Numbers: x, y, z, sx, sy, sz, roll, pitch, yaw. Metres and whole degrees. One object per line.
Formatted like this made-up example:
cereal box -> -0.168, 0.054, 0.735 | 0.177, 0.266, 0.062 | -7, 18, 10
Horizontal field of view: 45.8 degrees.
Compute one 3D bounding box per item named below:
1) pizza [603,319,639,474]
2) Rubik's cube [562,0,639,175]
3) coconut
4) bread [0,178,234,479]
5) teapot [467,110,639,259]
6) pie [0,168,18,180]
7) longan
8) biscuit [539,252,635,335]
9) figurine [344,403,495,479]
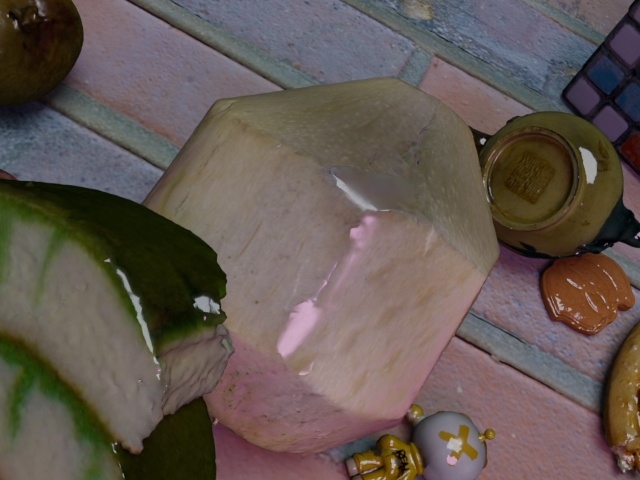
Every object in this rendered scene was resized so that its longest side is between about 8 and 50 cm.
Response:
pizza -> 0.451, 0.182, 0.872 | 0.289, 0.081, 0.229 | -37, 78, -31
Rubik's cube -> 0.564, -0.233, 1.010 | 0.293, 0.292, 0.287 | -33, 75, -27
coconut -> 0.000, 0.000, 0.706 | 0.352, 0.352, 0.353 | 7, 61, -13
bread -> -0.211, 0.135, 0.543 | 0.366, 0.382, 0.129 | 59, 19, 12
teapot -> 0.273, -0.070, 0.924 | 0.269, 0.173, 0.182 | 38, 18, 33
pie -> -0.375, 0.014, 0.728 | 0.204, 0.054, 0.219 | 27, 60, -2
longan -> -0.327, -0.217, 0.799 | 0.145, 0.176, 0.155 | 41, 61, -36
biscuit -> 0.328, 0.062, 0.935 | 0.130, 0.019, 0.102 | -21, 69, -25
figurine -> 0.097, 0.213, 0.759 | 0.143, 0.068, 0.101 | 8, 65, 2
